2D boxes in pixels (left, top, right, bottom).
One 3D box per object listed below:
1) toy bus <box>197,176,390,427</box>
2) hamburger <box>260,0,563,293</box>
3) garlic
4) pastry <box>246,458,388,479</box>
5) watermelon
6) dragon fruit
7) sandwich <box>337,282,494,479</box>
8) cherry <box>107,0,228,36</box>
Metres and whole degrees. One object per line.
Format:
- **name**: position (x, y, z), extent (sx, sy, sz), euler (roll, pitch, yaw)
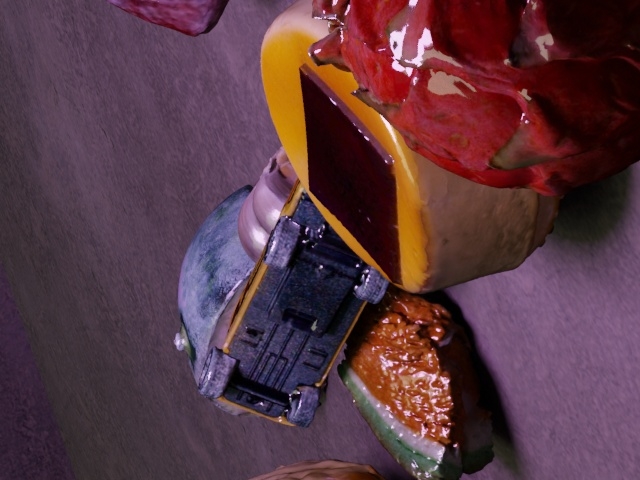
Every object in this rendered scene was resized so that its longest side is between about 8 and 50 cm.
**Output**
- **toy bus**: position (-0.011, 0.039, 1.875), extent (0.123, 0.121, 0.335), euler (-79, 12, -47)
- **hamburger**: position (0.082, -0.104, 1.558), extent (0.300, 0.176, 0.300), euler (52, 159, 29)
- **garlic**: position (0.000, 0.000, 1.986), extent (0.194, 0.127, 0.131), euler (44, 153, 4)
- **pastry**: position (0.028, 0.422, 2.101), extent (0.388, 0.312, 0.388), euler (-10, -90, -81)
- **watermelon**: position (-0.107, 0.072, 2.230), extent (0.188, 0.175, 0.322), euler (48, 153, 36)
- **dragon fruit**: position (0.131, -0.154, 1.310), extent (0.299, 0.244, 0.244), euler (13, 129, 40)
- **sandwich**: position (0.109, 0.135, 1.903), extent (0.185, 0.109, 0.160), euler (47, 130, 39)
- **cherry**: position (-0.170, -0.331, 1.858), extent (0.230, 0.203, 0.300), euler (-7, 125, 31)
